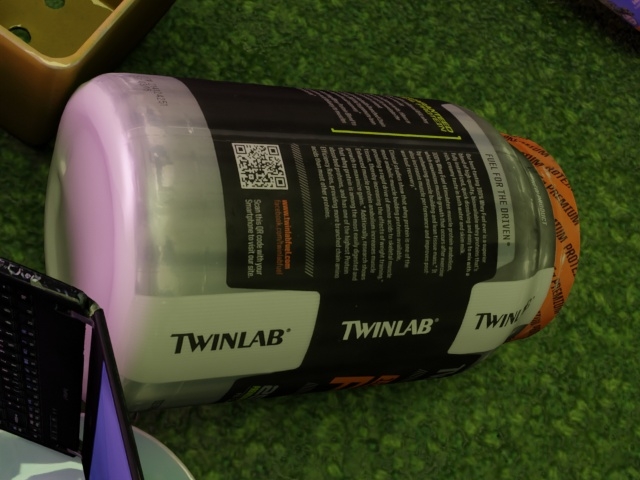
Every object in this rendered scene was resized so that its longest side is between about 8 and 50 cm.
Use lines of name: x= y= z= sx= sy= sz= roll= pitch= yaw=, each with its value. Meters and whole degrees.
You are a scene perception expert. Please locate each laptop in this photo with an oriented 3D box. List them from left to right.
laptop: x=-0.171 y=0.113 z=0.410 sx=0.264 sy=0.234 sz=0.137 roll=22 pitch=57 yaw=-4

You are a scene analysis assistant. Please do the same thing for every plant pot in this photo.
plant pot: x=-0.203 y=-0.190 z=0.584 sx=0.212 sy=0.187 sz=0.212 roll=34 pitch=61 yaw=-4

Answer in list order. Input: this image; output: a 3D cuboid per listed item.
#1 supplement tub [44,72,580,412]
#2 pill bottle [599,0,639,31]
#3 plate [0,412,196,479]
supplement tub: x=0.000 y=0.000 z=0.559 sx=0.315 sy=0.193 sz=0.194 roll=-1 pitch=68 yaw=-29
pill bottle: x=0.269 y=-0.330 z=0.834 sx=0.272 sy=0.152 sz=0.152 roll=36 pitch=61 yaw=-2
plate: x=-0.155 y=0.197 z=0.521 sx=0.188 sy=0.024 sz=0.188 roll=7 pitch=60 yaw=-12
